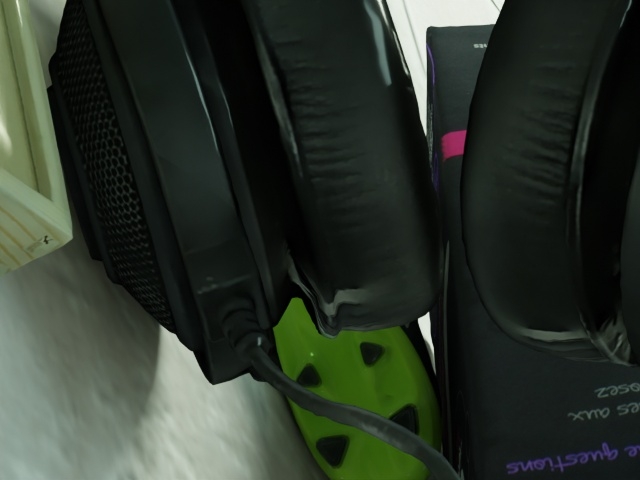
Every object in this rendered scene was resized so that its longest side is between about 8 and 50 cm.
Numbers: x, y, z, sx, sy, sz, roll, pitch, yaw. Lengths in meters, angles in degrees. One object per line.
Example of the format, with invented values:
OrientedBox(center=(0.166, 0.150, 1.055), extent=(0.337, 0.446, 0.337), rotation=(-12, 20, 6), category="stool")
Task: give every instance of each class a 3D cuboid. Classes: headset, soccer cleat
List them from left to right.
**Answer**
OrientedBox(center=(0.000, 0.000, 0.664), extent=(0.072, 0.060, 0.179), rotation=(36, 39, -78), category="soccer cleat")
OrientedBox(center=(0.040, -0.005, 0.529), extent=(0.394, 0.243, 0.185), rotation=(-70, 155, -48), category="headset")

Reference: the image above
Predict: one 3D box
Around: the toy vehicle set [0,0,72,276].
OrientedBox(center=(-0.134, -0.133, 0.447), extent=(0.166, 0.035, 0.267), rotation=(41, 29, -56), category="toy vehicle set")

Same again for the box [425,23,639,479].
OrientedBox(center=(0.113, 0.054, 0.688), extent=(0.270, 0.143, 0.165), rotation=(-90, 177, -54), category="box")
